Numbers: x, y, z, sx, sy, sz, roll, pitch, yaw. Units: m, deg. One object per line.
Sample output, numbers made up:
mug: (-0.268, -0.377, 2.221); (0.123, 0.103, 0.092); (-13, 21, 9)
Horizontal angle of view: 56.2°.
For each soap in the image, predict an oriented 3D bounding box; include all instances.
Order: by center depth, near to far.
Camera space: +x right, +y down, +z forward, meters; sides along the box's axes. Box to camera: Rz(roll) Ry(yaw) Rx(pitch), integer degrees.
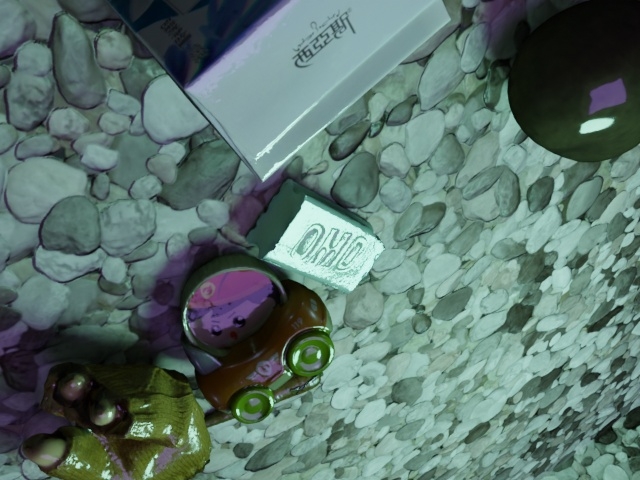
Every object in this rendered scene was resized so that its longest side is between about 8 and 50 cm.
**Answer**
soap: (0.000, 0.000, 0.889); (0.198, 0.063, 0.114); (24, 107, -44)

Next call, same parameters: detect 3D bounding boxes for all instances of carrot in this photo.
carrot: (-0.112, 0.281, 1.058); (0.254, 0.049, 0.049); (-22, 134, -13)

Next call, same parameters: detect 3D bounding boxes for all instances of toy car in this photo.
toy car: (-0.116, 0.125, 0.880); (0.235, 0.145, 0.235); (-6, 113, -15)

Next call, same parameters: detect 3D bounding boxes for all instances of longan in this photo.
longan: (0.394, -0.224, 0.871); (0.246, 0.215, 0.246); (-3, 119, -6)

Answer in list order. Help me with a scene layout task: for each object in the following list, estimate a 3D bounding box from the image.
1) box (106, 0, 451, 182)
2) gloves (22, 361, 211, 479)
box: (-0.056, -0.209, 0.529); (0.203, 0.274, 0.116); (-40, 136, -1)
gloves: (-0.271, 0.259, 0.844); (0.203, 0.155, 0.356); (-24, 150, -7)
